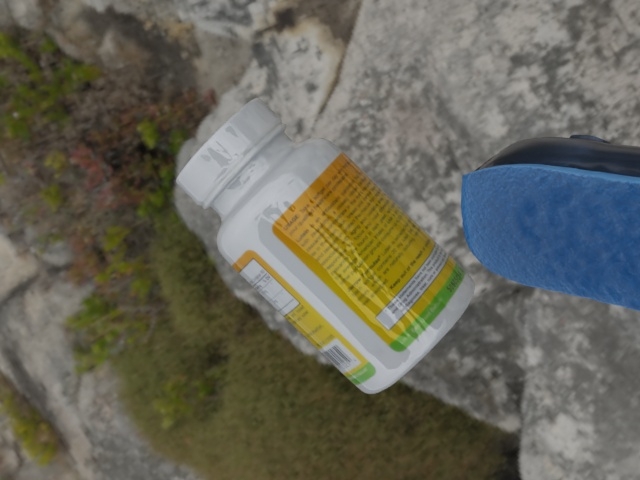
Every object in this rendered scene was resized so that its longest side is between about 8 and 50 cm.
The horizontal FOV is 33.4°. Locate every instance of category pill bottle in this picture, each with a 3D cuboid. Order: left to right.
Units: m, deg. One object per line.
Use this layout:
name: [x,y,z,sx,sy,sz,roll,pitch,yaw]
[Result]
pill bottle: [0.000,0.000,0.904,0.246,0.136,0.136,44,140,-2]

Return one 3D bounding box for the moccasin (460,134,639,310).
moccasin: [0.249,-0.012,0.615,0.342,0.117,0.138,22,126,30]
